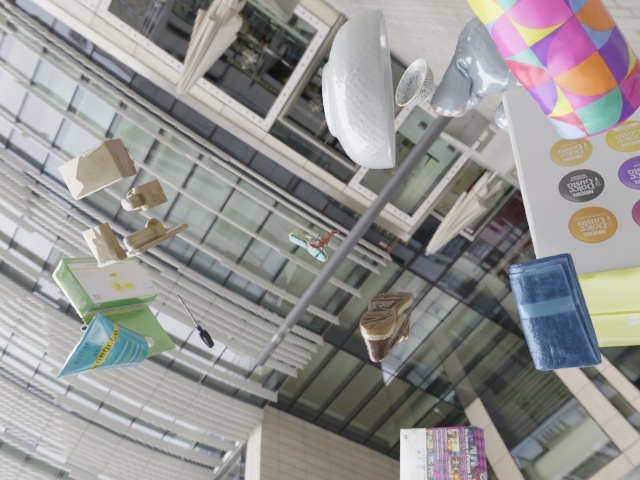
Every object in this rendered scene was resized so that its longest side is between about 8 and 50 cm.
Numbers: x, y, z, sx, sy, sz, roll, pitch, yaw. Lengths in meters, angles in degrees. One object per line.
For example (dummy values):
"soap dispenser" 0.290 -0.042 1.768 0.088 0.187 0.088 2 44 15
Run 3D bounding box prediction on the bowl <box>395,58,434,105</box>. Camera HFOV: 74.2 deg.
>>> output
"bowl" 0.348 -0.540 1.488 0.080 0.170 0.170 17 -156 -22

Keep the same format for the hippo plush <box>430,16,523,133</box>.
"hippo plush" 0.403 -0.356 0.883 0.237 0.294 0.234 34 -130 21

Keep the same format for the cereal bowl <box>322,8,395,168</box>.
"cereal bowl" 0.090 -0.330 0.966 0.141 0.338 0.339 -2 -167 14

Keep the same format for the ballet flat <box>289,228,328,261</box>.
"ballet flat" -0.034 0.010 1.504 0.168 0.057 0.052 34 -129 11

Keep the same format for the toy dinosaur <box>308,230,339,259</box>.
"toy dinosaur" 0.000 0.000 1.044 0.047 0.090 0.082 45 -172 -2

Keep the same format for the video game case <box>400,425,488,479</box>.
"video game case" 0.264 0.533 0.922 0.042 0.210 0.232 28 -127 -30

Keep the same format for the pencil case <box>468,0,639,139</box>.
"pencil case" 0.227 -0.214 0.426 0.236 0.104 0.104 45 -164 -13

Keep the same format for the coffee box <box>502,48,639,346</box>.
"coffee box" 0.502 -0.047 0.638 0.338 0.338 0.334 43 -137 -48

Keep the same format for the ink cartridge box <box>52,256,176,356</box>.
"ink cartridge box" -0.404 0.132 0.865 0.235 0.056 0.171 45 -164 17

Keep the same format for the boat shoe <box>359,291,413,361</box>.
"boat shoe" 0.200 0.241 1.226 0.123 0.123 0.342 -4 -170 21

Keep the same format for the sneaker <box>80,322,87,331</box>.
"sneaker" -0.476 0.183 0.948 0.109 0.040 0.043 -20 -88 -38

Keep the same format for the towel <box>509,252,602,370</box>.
"towel" 0.248 0.078 0.453 0.029 0.067 0.119 3 -108 -56

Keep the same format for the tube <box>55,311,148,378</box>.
"tube" -0.286 0.144 0.571 0.052 0.080 0.207 21 163 -1

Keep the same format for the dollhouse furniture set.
"dollhouse furniture set" -0.273 -0.065 0.628 0.123 0.144 0.151 -43 -65 -56

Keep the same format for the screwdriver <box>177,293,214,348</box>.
"screwdriver" -0.286 0.184 0.956 0.024 0.025 0.170 -57 -47 -44
